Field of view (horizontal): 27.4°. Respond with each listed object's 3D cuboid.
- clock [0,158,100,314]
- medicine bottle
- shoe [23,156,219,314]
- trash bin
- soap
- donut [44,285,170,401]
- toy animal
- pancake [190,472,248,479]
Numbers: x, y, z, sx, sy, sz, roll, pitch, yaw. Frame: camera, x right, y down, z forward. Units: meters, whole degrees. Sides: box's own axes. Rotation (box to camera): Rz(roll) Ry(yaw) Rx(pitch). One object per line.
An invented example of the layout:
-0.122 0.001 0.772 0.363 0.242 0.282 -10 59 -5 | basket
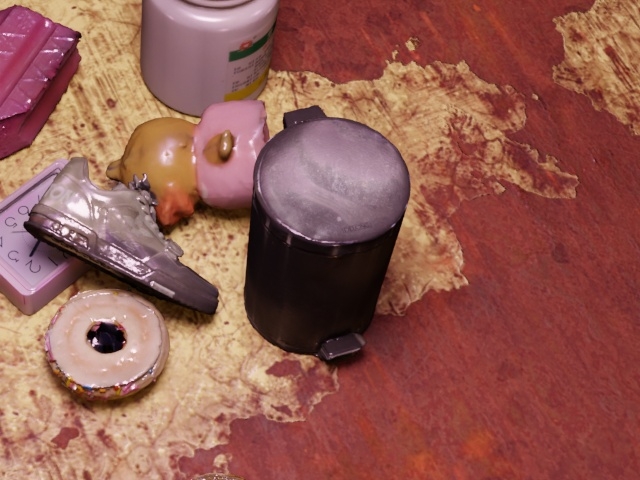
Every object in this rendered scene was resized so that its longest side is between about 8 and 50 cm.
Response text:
-0.392 -0.009 1.868 0.150 0.063 0.197 41 62 16 | clock
-0.163 -0.361 1.956 0.208 0.340 0.208 4 59 -7 | medicine bottle
-0.249 -0.015 1.809 0.293 0.109 0.149 27 76 -18 | shoe
0.000 0.000 1.782 0.203 0.301 0.252 -15 60 -16 | trash bin
-0.498 -0.221 1.954 0.182 0.112 0.289 22 58 6 | soap
-0.289 0.145 1.787 0.174 0.068 0.175 3 57 -4 | donut
-0.172 -0.114 1.902 0.281 0.195 0.169 -14 70 1 | toy animal
-0.135 0.375 1.692 0.158 0.028 0.158 4 61 -8 | pancake
